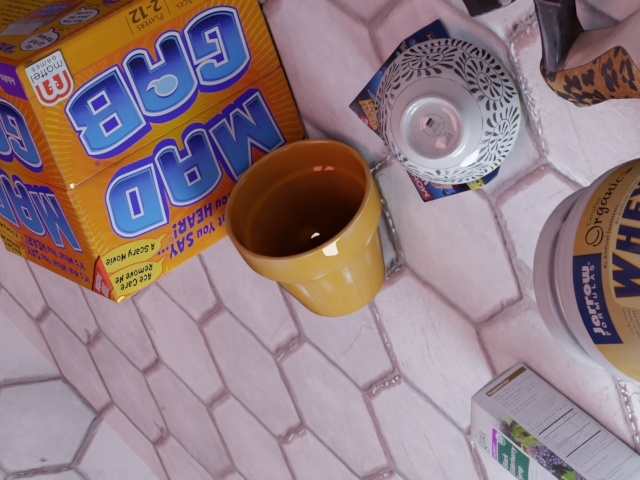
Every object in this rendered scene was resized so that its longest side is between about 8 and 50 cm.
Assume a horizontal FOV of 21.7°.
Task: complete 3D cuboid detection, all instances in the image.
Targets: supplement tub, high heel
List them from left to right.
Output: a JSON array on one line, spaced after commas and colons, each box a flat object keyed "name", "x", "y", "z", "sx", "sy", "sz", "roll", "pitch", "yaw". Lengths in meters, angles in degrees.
[{"name": "high heel", "x": 0.326, "y": -0.154, "z": 1.634, "sx": 0.261, "sy": 0.093, "sz": 0.186, "roll": 31, "pitch": 163, "yaw": 28}, {"name": "supplement tub", "x": 0.365, "y": 0.026, "z": 1.566, "sx": 0.228, "sy": 0.228, "sz": 0.316, "roll": 62, "pitch": 154, "yaw": -9}]

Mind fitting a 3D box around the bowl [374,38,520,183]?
[{"name": "bowl", "x": 0.132, "y": -0.134, "z": 1.864, "sx": 0.170, "sy": 0.080, "sz": 0.170, "roll": 6, "pitch": 109, "yaw": 16}]

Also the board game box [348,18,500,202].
[{"name": "board game box", "x": 0.120, "y": -0.148, "z": 2.000, "sx": 0.194, "sy": 0.060, "sz": 0.194, "roll": 61, "pitch": 156, "yaw": -8}]

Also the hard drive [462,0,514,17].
[{"name": "hard drive", "x": 0.153, "y": -0.396, "z": 1.452, "sx": 0.339, "sy": 0.237, "sz": 0.064, "roll": 62, "pitch": 154, "yaw": -9}]

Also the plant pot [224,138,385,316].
[{"name": "plant pot", "x": 0.000, "y": 0.000, "z": 2.252, "sx": 0.205, "sy": 0.205, "sz": 0.188, "roll": 33, "pitch": 161, "yaw": 41}]

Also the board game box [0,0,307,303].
[{"name": "board game box", "x": -0.286, "y": -0.185, "z": 2.333, "sx": 0.356, "sy": 0.356, "sz": 0.356, "roll": 19, "pitch": 136, "yaw": 53}]

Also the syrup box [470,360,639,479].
[{"name": "syrup box", "x": 0.301, "y": 0.269, "z": 2.115, "sx": 0.237, "sy": 0.096, "sz": 0.093, "roll": 38, "pitch": 149, "yaw": 33}]
